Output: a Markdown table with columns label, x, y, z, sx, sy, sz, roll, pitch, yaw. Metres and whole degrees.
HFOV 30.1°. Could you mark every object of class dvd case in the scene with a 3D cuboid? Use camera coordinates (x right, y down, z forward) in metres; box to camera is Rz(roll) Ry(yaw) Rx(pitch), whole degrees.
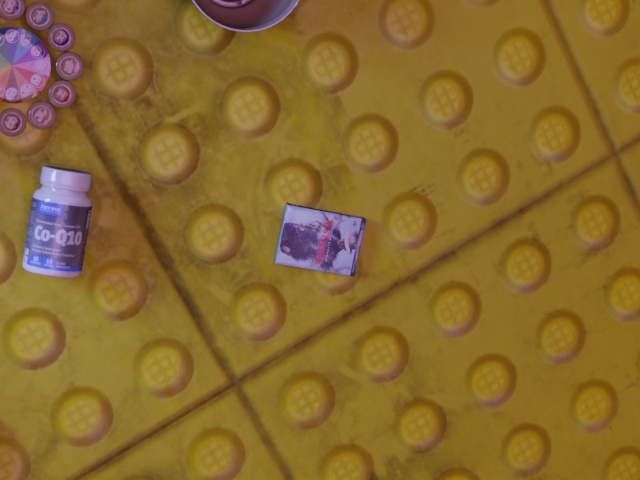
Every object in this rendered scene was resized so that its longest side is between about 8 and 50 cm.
| label | x | y | z | sx | sy | sz | roll | pitch | yaw |
| --- | --- | --- | --- | --- | --- | --- | --- | --- | --- |
| dvd case | 0.000 | 0.000 | 1.686 | 0.119 | 0.013 | 0.087 | 11 | 95 | -18 |

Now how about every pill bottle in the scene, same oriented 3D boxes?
| label | x | y | z | sx | sy | sz | roll | pitch | yaw |
| --- | --- | --- | --- | --- | --- | --- | --- | --- | --- |
| pill bottle | -0.340 | -0.025 | 1.553 | 0.078 | 0.078 | 0.137 | 8 | 96 | -17 |

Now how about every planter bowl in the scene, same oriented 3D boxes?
| label | x | y | z | sx | sy | sz | roll | pitch | yaw |
| --- | --- | --- | --- | --- | --- | --- | --- | --- | --- |
| planter bowl | -0.108 | -0.352 | 1.553 | 0.162 | 0.109 | 0.162 | -2 | 98 | -15 |

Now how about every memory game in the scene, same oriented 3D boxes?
| label | x | y | z | sx | sy | sz | roll | pitch | yaw |
| --- | --- | --- | --- | --- | --- | --- | --- | --- | --- |
| memory game | -0.400 | -0.226 | 1.540 | 0.186 | 0.012 | 0.186 | -2 | 98 | -16 |
